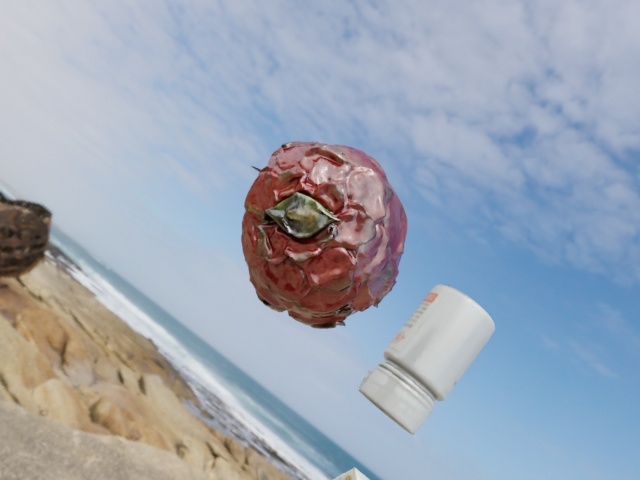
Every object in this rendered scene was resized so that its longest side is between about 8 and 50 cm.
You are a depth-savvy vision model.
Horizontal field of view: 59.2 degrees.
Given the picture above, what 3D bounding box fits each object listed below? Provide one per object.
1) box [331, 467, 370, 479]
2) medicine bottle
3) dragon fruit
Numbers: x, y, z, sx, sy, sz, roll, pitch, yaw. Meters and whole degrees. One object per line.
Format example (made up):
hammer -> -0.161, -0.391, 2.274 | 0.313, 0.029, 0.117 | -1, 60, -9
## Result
box -> -0.008, 0.401, 0.779 | 0.122, 0.220, 0.032 | 48, 13, -32
medicine bottle -> 0.193, 0.215, 1.028 | 0.144, 0.252, 0.144 | 37, -15, 11
dragon fruit -> 0.000, 0.000, 0.786 | 0.244, 0.244, 0.299 | 29, -34, 32
